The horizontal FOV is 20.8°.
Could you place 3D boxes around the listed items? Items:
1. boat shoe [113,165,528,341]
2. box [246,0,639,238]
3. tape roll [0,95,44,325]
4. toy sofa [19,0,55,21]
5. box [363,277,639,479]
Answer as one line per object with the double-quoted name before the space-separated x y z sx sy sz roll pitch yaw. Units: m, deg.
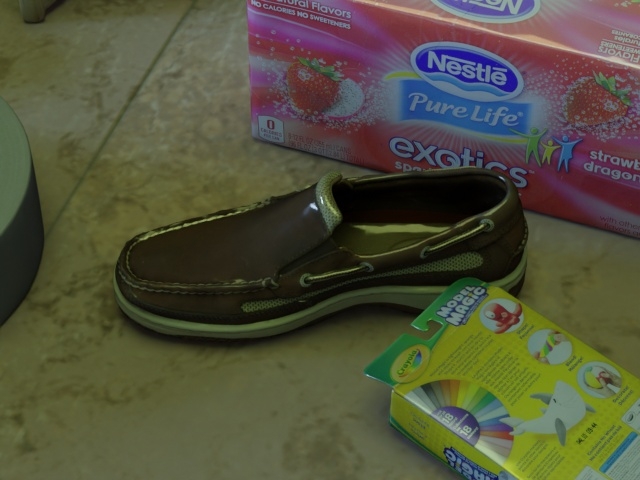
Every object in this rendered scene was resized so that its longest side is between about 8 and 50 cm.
"boat shoe" -0.001 -0.006 1.066 0.257 0.095 0.095 -7 48 -5
"box" 0.114 -0.129 1.138 0.300 0.154 0.142 16 50 13
"tape roll" -0.287 -0.016 1.097 0.219 0.072 0.219 -1 49 1
"toy sofa" -0.056 -0.283 1.281 0.362 0.150 0.177 -4 49 -2
"box" 0.121 0.101 1.000 0.179 0.043 0.105 36 57 22
